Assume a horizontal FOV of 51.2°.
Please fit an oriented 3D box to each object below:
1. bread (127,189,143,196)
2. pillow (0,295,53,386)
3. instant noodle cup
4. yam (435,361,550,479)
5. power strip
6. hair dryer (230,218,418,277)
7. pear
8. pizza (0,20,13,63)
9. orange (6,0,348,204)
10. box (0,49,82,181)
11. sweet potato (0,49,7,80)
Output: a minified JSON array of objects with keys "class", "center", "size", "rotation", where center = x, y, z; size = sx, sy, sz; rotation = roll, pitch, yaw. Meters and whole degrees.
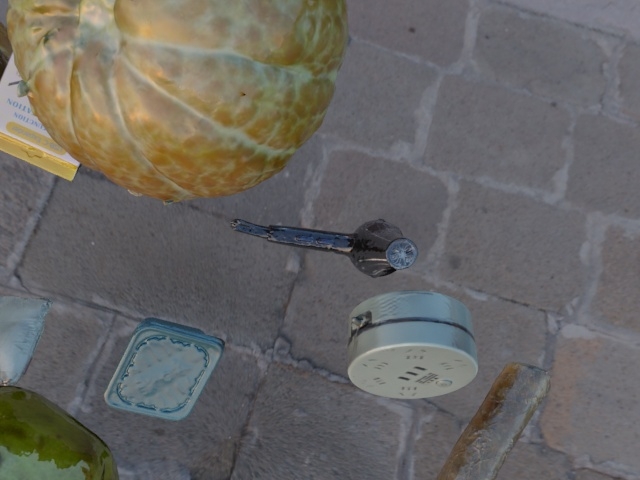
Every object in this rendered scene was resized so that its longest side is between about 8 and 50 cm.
[{"class":"bread","center":[-0.487,-0.154,1.783],"size":[0.046,0.036,0.083],"rotation":[24,38,-18]},{"class":"pillow","center":[-0.480,0.134,0.950],"size":[0.229,0.051,0.128],"rotation":[1,59,30]},{"class":"instant noodle cup","center":[-0.264,0.206,1.119],"size":[0.157,0.070,0.179],"rotation":[20,111,-28]},{"class":"yam","center":[0.161,0.263,0.731],"size":[0.066,0.066,0.300],"rotation":[34,77,3]},{"class":"power strip","center":[0.225,0.277,1.737],"size":[0.357,0.358,0.162],"rotation":[6,54,-6]},{"class":"hair dryer","center":[0.000,0.000,0.797],"size":[0.218,0.195,0.075],"rotation":[8,91,-6]},{"class":"pear","center":[-0.379,0.284,0.711],"size":[0.320,0.269,0.269],"rotation":[-8,74,7]},{"class":"pizza","center":[-0.629,-0.378,1.251],"size":[0.056,0.134,0.271],"rotation":[-46,65,9]},{"class":"orange","center":[-0.137,-0.196,0.630],"size":[0.329,0.249,0.330],"rotation":[7,105,25]},{"class":"box","center":[-0.319,-0.206,0.834],"size":[0.129,0.033,0.247],"rotation":[24,98,-16]},{"class":"sweet potato","center":[-0.455,-0.281,0.838],"size":[0.067,0.067,0.274],"rotation":[-30,99,-15]}]
